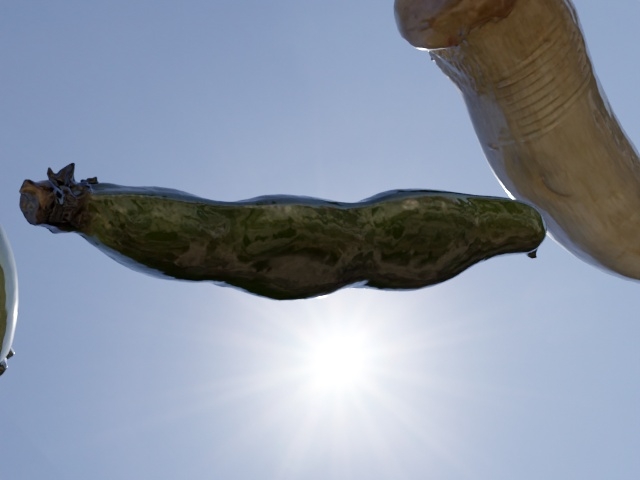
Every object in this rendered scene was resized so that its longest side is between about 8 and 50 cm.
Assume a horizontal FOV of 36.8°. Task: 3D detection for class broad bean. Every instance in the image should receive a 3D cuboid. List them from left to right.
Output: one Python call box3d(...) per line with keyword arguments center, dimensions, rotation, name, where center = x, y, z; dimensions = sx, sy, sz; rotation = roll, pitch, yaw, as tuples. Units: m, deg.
box3d(center=(0.000, 0.001, 0.452), dimensions=(0.298, 0.043, 0.060), rotation=(0, -54, -36), name="broad bean")

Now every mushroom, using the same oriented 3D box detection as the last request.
box3d(center=(0.186, -0.076, 0.719), dimensions=(0.123, 0.095, 0.351), rotation=(-34, -56, 22), name="mushroom")

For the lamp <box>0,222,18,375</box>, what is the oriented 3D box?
box3d(center=(-0.212, 0.050, 0.497), dimensions=(0.101, 0.101, 0.250), rotation=(1, -55, -36), name="lamp")
